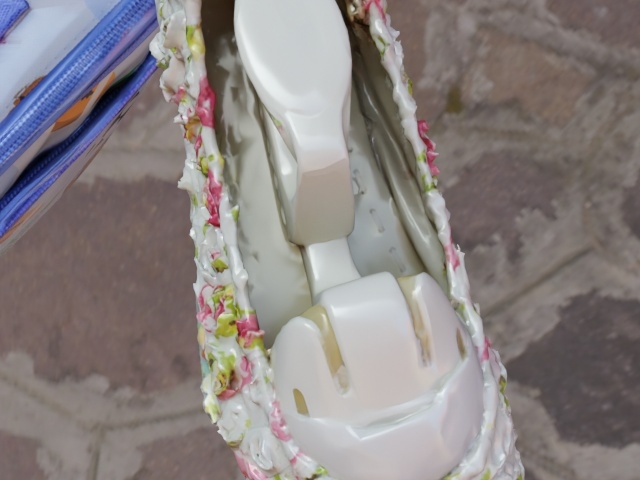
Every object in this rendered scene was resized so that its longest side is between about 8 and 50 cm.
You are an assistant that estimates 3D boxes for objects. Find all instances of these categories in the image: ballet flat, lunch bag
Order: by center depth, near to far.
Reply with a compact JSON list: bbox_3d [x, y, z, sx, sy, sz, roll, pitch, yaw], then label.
[{"bbox_3d":[0.000,0.000,0.431,0.091,0.077,0.241,-18,81,-8],"label":"ballet flat"},{"bbox_3d":[-0.181,-0.014,0.601,0.115,0.243,0.303,42,77,-9],"label":"lunch bag"}]

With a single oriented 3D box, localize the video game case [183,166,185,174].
[{"bbox_3d":[-0.016,-0.090,1.138,0.023,0.183,0.201,22,74,26],"label":"video game case"}]
